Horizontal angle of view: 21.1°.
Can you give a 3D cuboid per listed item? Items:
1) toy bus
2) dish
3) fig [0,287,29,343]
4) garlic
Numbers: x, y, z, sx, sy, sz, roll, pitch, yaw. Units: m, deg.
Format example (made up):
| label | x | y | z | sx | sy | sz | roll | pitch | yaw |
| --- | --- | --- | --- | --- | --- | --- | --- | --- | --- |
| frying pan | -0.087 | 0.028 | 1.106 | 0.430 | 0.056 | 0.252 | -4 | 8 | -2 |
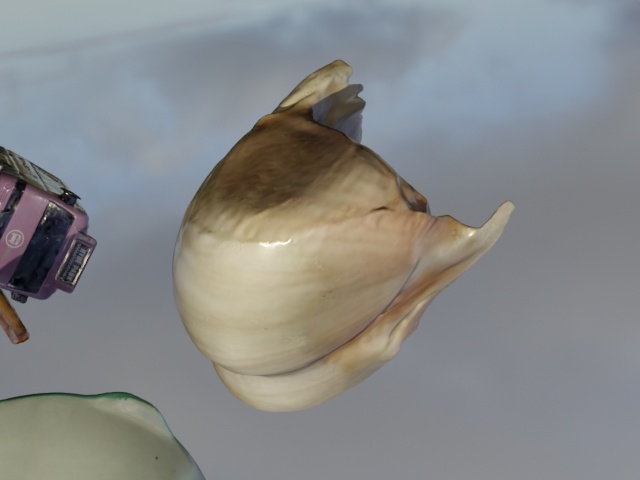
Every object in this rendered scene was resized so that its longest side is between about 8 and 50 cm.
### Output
| label | x | y | z | sx | sy | sz | roll | pitch | yaw |
| --- | --- | --- | --- | --- | --- | --- | --- | --- | --- |
| toy bus | -0.224 | -0.016 | 1.260 | 0.098 | 0.087 | 0.178 | 27 | -177 | -17 |
| dish | -0.164 | 0.203 | 0.997 | 0.224 | 0.246 | 0.078 | 28 | -161 | -19 |
| fig | -0.199 | -0.041 | 0.759 | 0.146 | 0.201 | 0.134 | -54 | -157 | -4 |
| garlic | -0.001 | 0.012 | 0.677 | 0.124 | 0.099 | 0.174 | -43 | 158 | -18 |
